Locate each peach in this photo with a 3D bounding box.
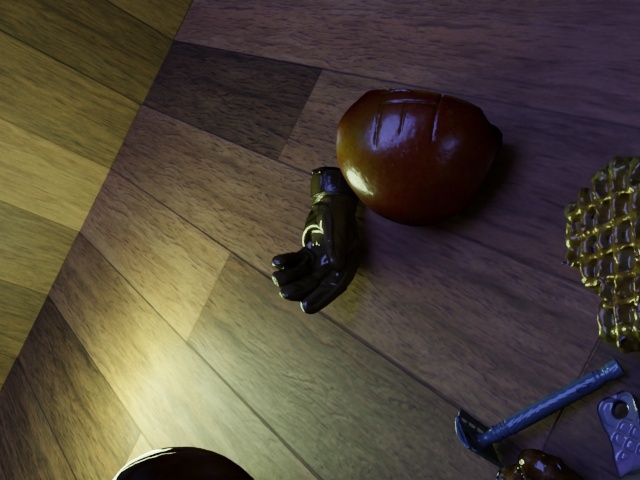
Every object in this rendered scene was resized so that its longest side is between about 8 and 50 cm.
[{"bbox_3d":[0.175,-0.145,1.309,0.274,0.248,0.245,3,106,38],"label":"peach"}]

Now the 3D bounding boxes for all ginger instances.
[{"bbox_3d":[0.306,0.337,0.983,0.103,0.073,0.162,-62,40,26],"label":"ginger"}]

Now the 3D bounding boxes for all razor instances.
[{"bbox_3d":[0.309,0.229,1.046,0.232,0.106,0.068,-35,45,18],"label":"razor"}]

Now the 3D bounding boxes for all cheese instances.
[{"bbox_3d":[0.387,0.310,0.887,0.163,0.082,0.286,-32,46,35],"label":"cheese"}]

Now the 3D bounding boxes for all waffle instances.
[{"bbox_3d":[0.406,0.013,1.015,0.253,0.056,0.249,-129,49,-62],"label":"waffle"}]

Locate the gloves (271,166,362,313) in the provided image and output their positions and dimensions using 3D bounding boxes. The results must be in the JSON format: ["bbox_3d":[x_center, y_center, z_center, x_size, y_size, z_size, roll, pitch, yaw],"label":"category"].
[{"bbox_3d":[0.007,0.007,1.488,0.154,0.141,0.331,-3,54,22],"label":"gloves"}]

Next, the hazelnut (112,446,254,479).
[{"bbox_3d":[-0.238,0.556,1.317,0.359,0.359,0.409,-41,51,28],"label":"hazelnut"}]
